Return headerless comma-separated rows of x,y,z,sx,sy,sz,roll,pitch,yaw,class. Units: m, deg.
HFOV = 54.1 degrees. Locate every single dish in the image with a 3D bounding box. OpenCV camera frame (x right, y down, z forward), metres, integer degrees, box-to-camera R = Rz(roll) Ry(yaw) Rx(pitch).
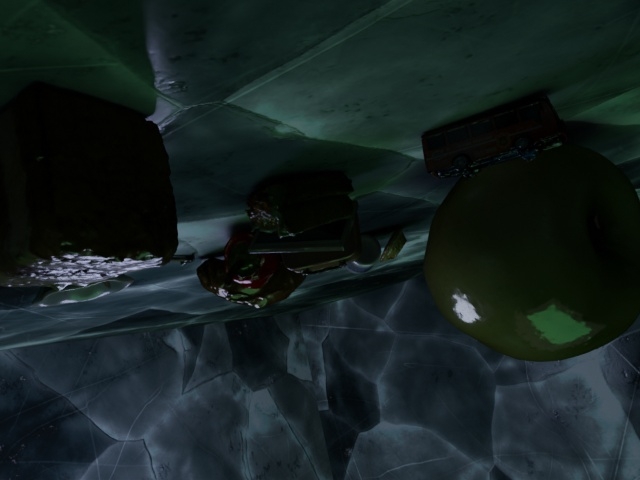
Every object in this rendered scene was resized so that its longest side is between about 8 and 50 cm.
-0.564,0.090,1.474,0.229,0.081,0.229,-15,171,-3,dish

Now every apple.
0.438,0.027,1.318,0.473,0.474,0.473,-12,169,-2,apple

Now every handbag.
0.000,0.000,1.460,0.193,0.151,0.072,-16,167,11,handbag

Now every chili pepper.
-0.169,0.038,1.490,0.131,0.134,0.338,-27,174,-3,chili pepper

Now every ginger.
-0.177,0.101,1.757,0.321,0.172,0.165,-4,127,-28,ginger

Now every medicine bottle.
0.127,0.048,1.973,0.103,0.103,0.187,-11,169,-7,medicine bottle

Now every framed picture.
-0.033,-0.028,1.272,0.203,0.150,0.015,-2,128,19,framed picture

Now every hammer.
-0.394,0.047,1.607,0.062,0.017,0.182,-20,166,31,hammer

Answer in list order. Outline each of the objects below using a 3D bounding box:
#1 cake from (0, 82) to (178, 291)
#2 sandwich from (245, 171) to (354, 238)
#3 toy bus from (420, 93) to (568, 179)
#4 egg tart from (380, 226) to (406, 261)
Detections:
-0.345,-0.037,0.776,0.293,0.199,0.196,-17,171,28,cake
-0.039,-0.060,1.222,0.185,0.109,0.160,-12,174,-32,sandwich
0.291,-0.170,1.066,0.235,0.096,0.073,-17,168,24,toy bus
0.226,0.019,1.914,0.049,0.129,0.129,31,169,4,egg tart
